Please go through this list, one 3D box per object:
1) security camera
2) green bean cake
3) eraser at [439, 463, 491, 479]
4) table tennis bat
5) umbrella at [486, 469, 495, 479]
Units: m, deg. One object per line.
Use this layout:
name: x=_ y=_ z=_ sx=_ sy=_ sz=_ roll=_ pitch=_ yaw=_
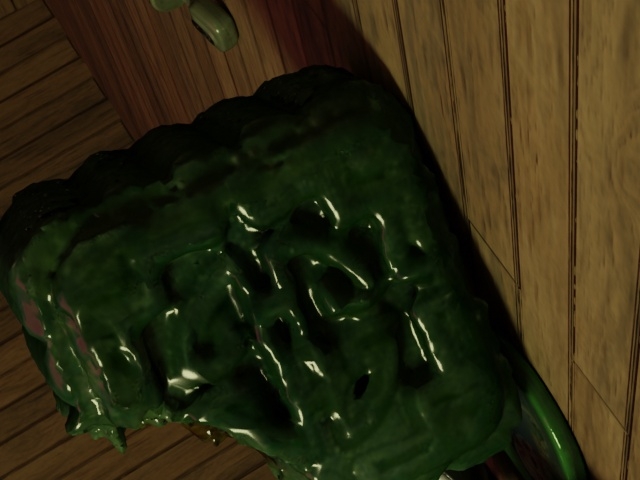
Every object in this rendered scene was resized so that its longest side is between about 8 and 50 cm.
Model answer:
security camera: x=-0.116 y=-0.216 z=1.656 sx=0.092 sy=0.058 sz=0.058 roll=45 pitch=166 yaw=30
green bean cake: x=-0.042 y=0.064 z=1.227 sx=0.308 sy=0.300 sz=0.169 roll=67 pitch=170 yaw=-16
eraser: x=0.104 y=0.229 z=1.527 sx=0.227 sy=0.081 sz=0.174 roll=-72 pitch=-38 yaw=-74
table tennis bat: x=0.147 y=0.141 z=1.377 sx=0.160 sy=0.039 sz=0.257 roll=60 pitch=170 yaw=7
umbrella: x=0.165 y=0.250 z=1.693 sx=0.036 sy=0.031 sz=0.133 roll=31 pitch=-168 yaw=-39
